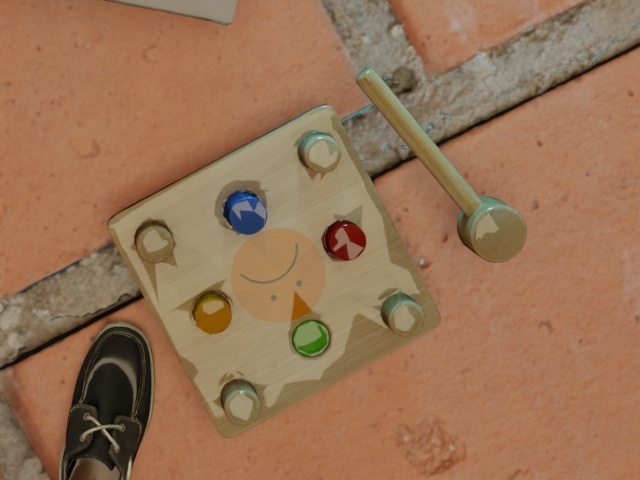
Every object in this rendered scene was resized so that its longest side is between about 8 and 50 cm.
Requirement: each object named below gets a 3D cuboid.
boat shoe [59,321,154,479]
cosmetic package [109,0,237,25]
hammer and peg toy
[{"bbox_3d":[-0.215,0.198,1.819,0.084,0.079,0.233,14,95,-9],"label":"boat shoe"},{"bbox_3d":[-0.182,-0.331,1.659,0.224,0.138,0.224,5,100,-49],"label":"cosmetic package"},{"bbox_3d":[0.000,0.000,1.794,0.361,0.127,0.266,-29,100,-3],"label":"hammer and peg toy"}]
